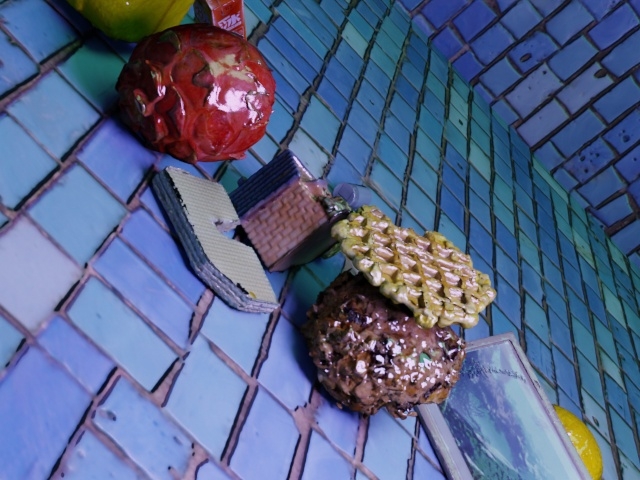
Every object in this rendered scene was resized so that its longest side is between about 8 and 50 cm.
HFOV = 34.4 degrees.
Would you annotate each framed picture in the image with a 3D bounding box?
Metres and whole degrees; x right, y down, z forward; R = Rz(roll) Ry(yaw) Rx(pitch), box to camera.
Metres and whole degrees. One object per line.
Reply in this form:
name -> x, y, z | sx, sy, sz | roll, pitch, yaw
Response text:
framed picture -> 0.300, 0.321, 1.787 | 0.247, 0.022, 0.335 | -10, 55, -21

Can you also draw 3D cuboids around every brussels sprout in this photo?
brussels sprout -> 0.000, 0.000, 1.860 | 0.085, 0.058, 0.085 | 38, 4, -3

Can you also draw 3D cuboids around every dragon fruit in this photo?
dragon fruit -> -0.194, -0.231, 1.631 | 0.241, 0.252, 0.241 | -10, 90, -89

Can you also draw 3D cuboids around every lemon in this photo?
lemon -> 0.422, 0.394, 1.884 | 0.193, 0.181, 0.180 | 28, 15, 22

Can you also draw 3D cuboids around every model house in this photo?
model house -> -0.049, -0.059, 1.738 | 0.172, 0.166, 0.183 | 52, 12, 13

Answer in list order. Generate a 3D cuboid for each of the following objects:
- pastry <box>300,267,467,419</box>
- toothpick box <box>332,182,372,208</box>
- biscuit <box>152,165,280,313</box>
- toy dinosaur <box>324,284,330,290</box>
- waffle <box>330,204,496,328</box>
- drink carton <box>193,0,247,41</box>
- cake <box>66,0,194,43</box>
pastry -> 0.093, 0.173, 1.642 | 0.275, 0.193, 0.275 | 17, 49, -21
toothpick box -> 0.066, -0.091, 2.115 | 0.052, 0.052, 0.083 | 58, 23, 16
biscuit -> -0.159, 0.001, 1.581 | 0.147, 0.046, 0.250 | 14, 42, -56
toy dinosaur -> 0.055, 0.116, 1.797 | 0.096, 0.059, 0.132 | 50, 30, -24
waffle -> 0.152, 0.039, 1.633 | 0.291, 0.051, 0.291 | 23, 27, -13
drink carton -> -0.191, -0.417, 1.960 | 0.096, 0.071, 0.223 | 59, -12, 19
cake -> -0.340, -0.438, 1.773 | 0.179, 0.156, 0.260 | 38, 16, 12
